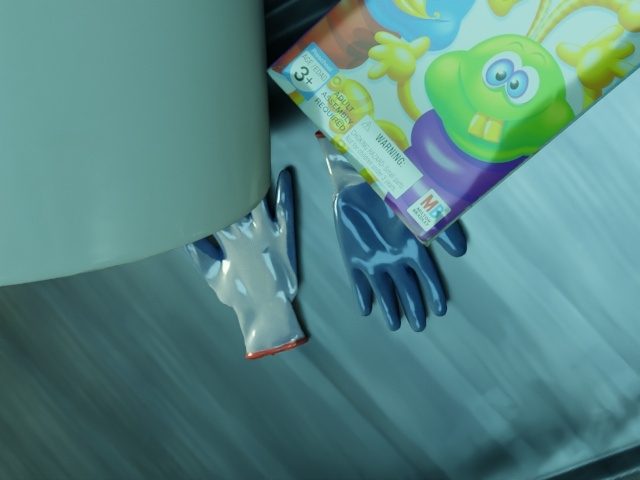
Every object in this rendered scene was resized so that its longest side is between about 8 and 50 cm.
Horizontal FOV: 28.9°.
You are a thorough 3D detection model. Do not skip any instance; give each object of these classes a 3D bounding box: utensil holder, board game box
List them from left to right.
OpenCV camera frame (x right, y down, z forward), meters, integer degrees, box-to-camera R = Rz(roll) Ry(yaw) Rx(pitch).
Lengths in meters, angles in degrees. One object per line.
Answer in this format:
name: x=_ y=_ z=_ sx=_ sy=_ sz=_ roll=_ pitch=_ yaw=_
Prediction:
utensil holder: x=-0.195 y=-0.201 z=0.696 sx=0.327 sy=0.327 sz=0.385 roll=1 pitch=109 yaw=13
board game box: x=0.126 y=-0.150 z=0.727 sx=0.275 sy=0.144 sz=0.142 roll=-41 pitch=93 yaw=20

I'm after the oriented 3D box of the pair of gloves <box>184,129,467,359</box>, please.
pair of gloves: x=0.000 y=0.000 z=0.869 sx=0.198 sy=0.023 sz=0.159 roll=-14 pitch=105 yaw=18
